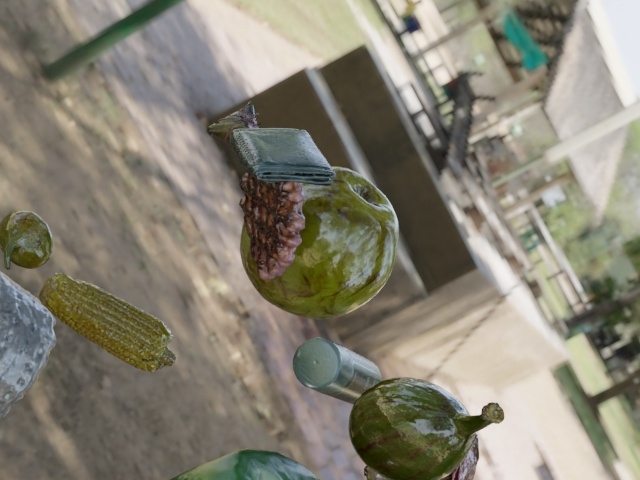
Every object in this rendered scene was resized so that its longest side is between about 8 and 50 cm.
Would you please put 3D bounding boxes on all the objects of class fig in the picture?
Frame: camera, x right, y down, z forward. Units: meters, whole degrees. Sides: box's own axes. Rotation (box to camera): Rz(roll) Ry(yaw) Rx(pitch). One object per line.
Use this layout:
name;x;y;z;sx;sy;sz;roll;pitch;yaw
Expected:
fig;-0.433;-0.001;1.789;0.098;0.082;0.084;-25;124;-79
fig;0.156;0.227;1.590;0.151;0.259;0.151;21;55;-34

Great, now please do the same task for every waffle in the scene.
waffle;-0.074;-0.060;1.961;0.234;0.055;0.221;120;-39;-57

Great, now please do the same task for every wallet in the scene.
wallet;-0.042;-0.084;1.260;0.129;0.088;0.026;-120;-145;-62

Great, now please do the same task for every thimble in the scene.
thimble;-0.595;0.186;2.196;0.157;0.217;0.245;43;59;-39

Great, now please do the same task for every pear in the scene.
pear;0.000;0.000;2.174;0.283;0.283;0.283;60;10;-17

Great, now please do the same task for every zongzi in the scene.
zongzi;-0.106;-0.161;1.693;0.083;0.067;0.073;29;62;-63

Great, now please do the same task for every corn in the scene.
corn;-0.364;0.142;2.146;0.261;0.097;0.097;33;17;-12

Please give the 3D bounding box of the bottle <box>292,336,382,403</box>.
bottle;0.030;0.212;1.982;0.082;0.082;0.286;65;8;17

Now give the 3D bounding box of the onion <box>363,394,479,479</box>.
onion;0.178;0.325;1.892;0.283;0.120;0.227;-37;-123;58

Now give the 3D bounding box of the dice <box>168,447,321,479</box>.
dice;-0.096;0.476;1.639;0.300;0.297;0.287;28;19;-52
